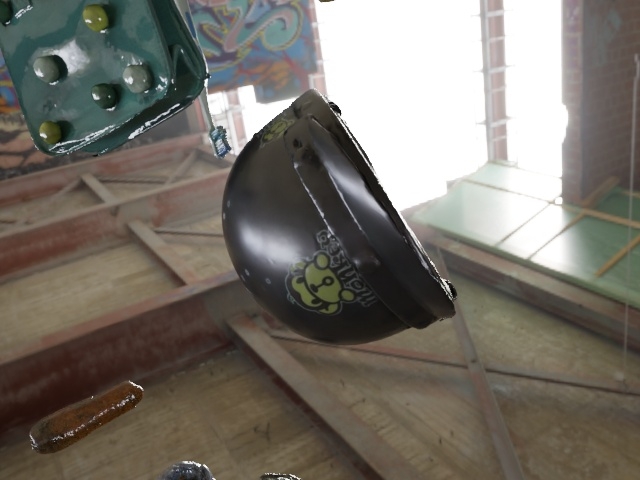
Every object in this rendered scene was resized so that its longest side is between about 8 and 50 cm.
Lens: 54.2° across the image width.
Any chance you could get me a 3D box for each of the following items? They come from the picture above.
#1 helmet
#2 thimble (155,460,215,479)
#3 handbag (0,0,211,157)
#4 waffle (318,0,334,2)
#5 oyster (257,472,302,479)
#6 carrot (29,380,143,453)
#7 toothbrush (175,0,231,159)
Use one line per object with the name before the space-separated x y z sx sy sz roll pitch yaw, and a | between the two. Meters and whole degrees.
helmet | 0.000 0.000 0.556 0.160 0.230 0.279 -31 -164 8
thimble | -0.266 0.499 1.166 0.127 0.118 0.151 25 -147 -17
handbag | -0.312 -0.262 0.817 0.269 0.274 0.100 -18 -173 30
waffle | -0.002 -0.234 0.455 0.097 0.023 0.152 -32 -113 -19
oyster | -0.068 0.624 1.288 0.162 0.158 0.351 -36 -159 2
carrot | -0.376 0.286 1.018 0.186 0.060 0.060 -23 -154 -30
toothbrush | -0.233 -0.331 1.174 0.040 0.386 0.040 -17 168 -4
